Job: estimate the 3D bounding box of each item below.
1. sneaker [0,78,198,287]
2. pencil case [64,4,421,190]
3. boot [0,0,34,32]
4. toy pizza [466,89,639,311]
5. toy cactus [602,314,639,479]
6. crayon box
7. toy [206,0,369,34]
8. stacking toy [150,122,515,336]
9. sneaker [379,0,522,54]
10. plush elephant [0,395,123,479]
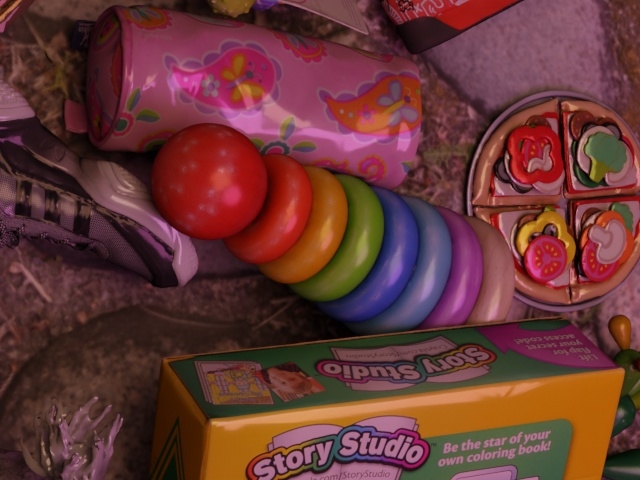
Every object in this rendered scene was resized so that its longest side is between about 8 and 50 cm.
[{"bbox_3d":[-0.233,-0.012,1.541,0.268,0.101,0.153,38,74,-14],"label":"sneaker"},{"bbox_3d":[-0.059,-0.113,1.618,0.284,0.124,0.124,6,86,-25],"label":"pencil case"},{"bbox_3d":[-0.232,-0.278,1.521,0.115,0.112,0.305,46,62,-40],"label":"boot"},{"bbox_3d":[0.223,-0.036,1.796,0.201,0.032,0.201,1,89,-26],"label":"toy pizza"},{"bbox_3d":[0.257,0.177,1.781,0.180,0.112,0.219,-50,118,-8],"label":"toy cactus"},{"bbox_3d":[0.041,0.233,1.598,0.363,0.106,0.313,-5,117,-26],"label":"crayon box"},{"bbox_3d":[-0.085,-0.225,1.622,0.237,0.137,0.056,20,122,-25],"label":"toy"},{"bbox_3d":[0.000,0.000,1.588,0.330,0.141,0.141,23,79,-38],"label":"stacking toy"},{"bbox_3d":[0.156,-0.276,1.667,0.145,0.270,0.090,61,23,-6],"label":"sneaker"},{"bbox_3d":[-0.290,0.220,1.441,0.272,0.255,0.330,-46,153,-59],"label":"plush elephant"}]
